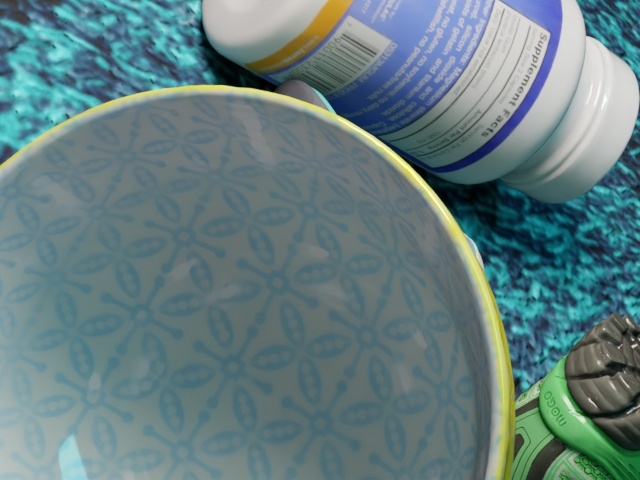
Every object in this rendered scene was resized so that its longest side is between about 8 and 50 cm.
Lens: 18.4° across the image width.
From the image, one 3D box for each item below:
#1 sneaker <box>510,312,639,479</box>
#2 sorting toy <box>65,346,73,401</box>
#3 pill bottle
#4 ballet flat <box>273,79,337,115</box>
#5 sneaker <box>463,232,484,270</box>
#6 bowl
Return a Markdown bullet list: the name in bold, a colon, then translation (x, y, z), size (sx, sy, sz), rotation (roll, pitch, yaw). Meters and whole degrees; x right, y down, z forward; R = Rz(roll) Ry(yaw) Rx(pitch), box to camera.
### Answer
- **sneaker**: translation (0.197, 0.155, 1.197), size (0.343, 0.146, 0.134), rotation (34, 27, -47)
- **sorting toy**: translation (-0.097, 0.089, 0.993), size (0.083, 0.045, 0.075), rotation (8, 66, -29)
- **pill bottle**: translation (0.072, -0.128, 1.263), size (0.272, 0.152, 0.152), rotation (27, 43, -31)
- **ballet flat**: translation (0.000, 0.000, 1.150), size (0.074, 0.074, 0.203), rotation (-9, 73, -51)
- **sneaker**: translation (0.056, 0.083, 1.041), size (0.091, 0.126, 0.240), rotation (39, 58, -23)
- **bowl**: translation (-0.037, 0.086, 0.901), size (0.289, 0.289, 0.156), rotation (65, 13, 16)
